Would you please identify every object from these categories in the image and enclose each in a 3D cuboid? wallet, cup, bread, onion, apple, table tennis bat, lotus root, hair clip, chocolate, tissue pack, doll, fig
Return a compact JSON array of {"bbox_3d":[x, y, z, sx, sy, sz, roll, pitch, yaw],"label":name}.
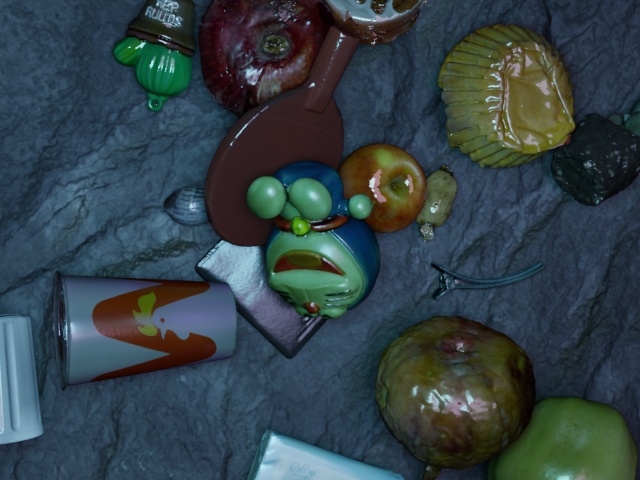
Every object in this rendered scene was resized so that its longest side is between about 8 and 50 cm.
[{"bbox_3d":[-0.100,0.090,1.870,0.244,0.025,0.124,45,82,-11],"label":"wallet"},{"bbox_3d":[-0.295,0.141,1.753,0.288,0.203,0.203,-2,92,-20],"label":"cup"},{"bbox_3d":[0.349,-0.268,1.904,0.274,0.149,0.274,1,88,-16],"label":"bread"},{"bbox_3d":[-0.089,-0.322,1.764,0.252,0.219,0.252,-2,104,-9],"label":"onion"},{"bbox_3d":[0.104,-0.094,1.860,0.163,0.139,0.163,1,87,-28],"label":"apple"},{"bbox_3d":[-0.050,-0.166,1.753,0.268,0.051,0.414,8,116,-47],"label":"table tennis bat"},{"bbox_3d":[-0.568,0.226,1.694,0.221,0.167,0.202,-3,89,-15],"label":"cup"},{"bbox_3d":[0.209,-0.070,1.920,0.072,0.063,0.152,19,83,-23],"label":"lotus root"},{"bbox_3d":[0.316,0.070,1.966,0.229,0.039,0.070,-3,93,-18],"label":"hair clip"},{"bbox_3d":[0.087,-0.457,1.851,0.224,0.142,0.212,-32,84,-10],"label":"bread"},{"bbox_3d":[-0.189,-0.063,1.823,0.167,0.072,0.072,-5,92,-15],"label":"chocolate"},{"bbox_3d":[-0.004,0.461,1.871,0.263,0.089,0.177,21,85,-10],"label":"tissue pack"},{"bbox_3d":[0.435,0.414,1.884,0.279,0.279,0.279,0,91,-13],"label":"apple"},{"bbox_3d":[-0.001,0.000,1.766,0.198,0.186,0.322,7,129,20],"label":"doll"},{"bbox_3d":[0.215,0.323,1.869,0.286,0.286,0.368,5,126,-13],"label":"fig"}]

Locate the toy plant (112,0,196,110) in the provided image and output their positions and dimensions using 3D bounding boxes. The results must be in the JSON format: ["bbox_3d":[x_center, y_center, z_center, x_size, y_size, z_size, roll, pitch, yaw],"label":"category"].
[{"bbox_3d":[-0.281,-0.324,1.782,0.143,0.105,0.200,18,99,-3],"label":"toy plant"}]

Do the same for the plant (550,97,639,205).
[{"bbox_3d":[0.567,-0.187,1.960,0.274,0.149,0.146,-31,72,-17],"label":"plant"}]
